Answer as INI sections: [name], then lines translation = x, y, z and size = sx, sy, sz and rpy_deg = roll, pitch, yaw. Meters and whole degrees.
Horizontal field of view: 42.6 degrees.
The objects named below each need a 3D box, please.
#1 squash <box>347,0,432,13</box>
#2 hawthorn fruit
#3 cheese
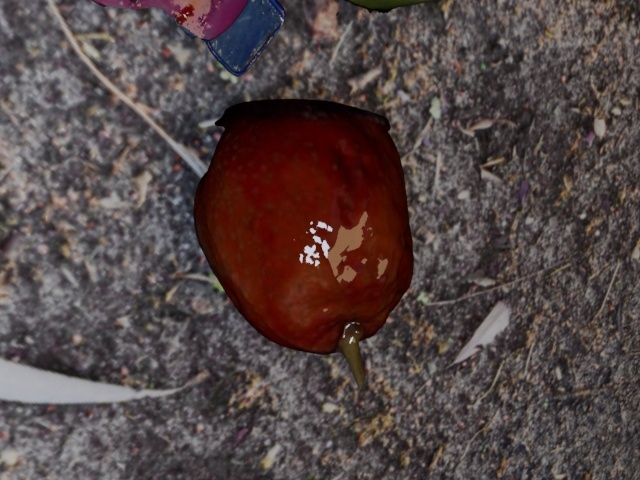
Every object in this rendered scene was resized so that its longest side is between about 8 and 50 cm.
[squash]
translation = 0.076, -0.309, 0.706
size = 0.220, 0.133, 0.220
rpy_deg = -8, 108, -26
[hawthorn fruit]
translation = 0.000, 0.000, 0.680
size = 0.189, 0.189, 0.251
rpy_deg = -15, 73, -30
[cheese]
translation = -0.121, -0.232, 0.628
size = 0.244, 0.062, 0.155
rpy_deg = 42, 80, -36
